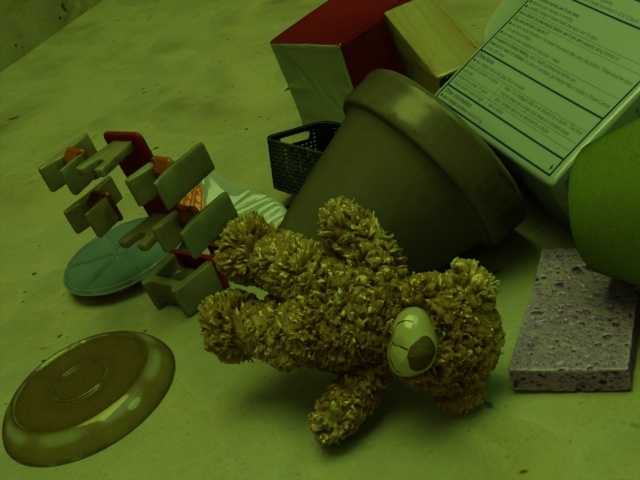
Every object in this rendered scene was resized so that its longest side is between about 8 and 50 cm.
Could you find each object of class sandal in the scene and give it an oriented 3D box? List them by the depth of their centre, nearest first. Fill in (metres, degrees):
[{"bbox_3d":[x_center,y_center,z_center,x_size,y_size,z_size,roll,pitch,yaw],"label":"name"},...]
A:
[{"bbox_3d":[-0.161,-0.044,1.446,0.265,0.076,0.102,24,65,26],"label":"sandal"}]

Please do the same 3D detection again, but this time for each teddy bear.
[{"bbox_3d":[0.015,0.076,0.961,0.338,0.113,0.245,32,91,27],"label":"teddy bear"}]

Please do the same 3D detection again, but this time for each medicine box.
[{"bbox_3d":[0.331,-0.184,1.134,0.289,0.149,0.263,-46,39,4],"label":"medicine box"}]

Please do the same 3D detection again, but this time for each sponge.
[{"bbox_3d":[0.276,0.077,0.983,0.117,0.031,0.210,-4,33,27],"label":"sponge"}]

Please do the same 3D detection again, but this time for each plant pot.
[{"bbox_3d":[0.399,-0.044,0.882,0.293,0.275,0.275,-3,34,39],"label":"plant pot"},{"bbox_3d":[0.078,-0.036,1.127,0.229,0.263,0.263,-46,33,-6],"label":"plant pot"},{"bbox_3d":[-0.300,0.187,1.181,0.236,0.032,0.236,-17,29,10],"label":"plant pot"}]

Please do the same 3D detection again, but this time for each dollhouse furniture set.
[{"bbox_3d":[-0.213,-0.038,1.266,0.262,0.259,0.135,9,44,42],"label":"dollhouse furniture set"}]

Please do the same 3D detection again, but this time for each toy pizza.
[{"bbox_3d":[-0.302,0.029,1.447,0.201,0.032,0.201,-16,31,10],"label":"toy pizza"}]

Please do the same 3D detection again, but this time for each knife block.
[{"bbox_3d":[0.201,-0.258,1.391,0.088,0.276,0.242,-23,0,-4],"label":"knife block"}]

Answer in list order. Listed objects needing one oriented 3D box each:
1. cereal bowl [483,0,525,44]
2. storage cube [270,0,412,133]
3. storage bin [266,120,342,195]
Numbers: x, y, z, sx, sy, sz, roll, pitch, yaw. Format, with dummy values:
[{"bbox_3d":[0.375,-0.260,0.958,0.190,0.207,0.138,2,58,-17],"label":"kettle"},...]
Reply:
[{"bbox_3d":[0.429,-0.355,1.446,0.339,0.141,0.339,-36,22,17],"label":"cereal bowl"},{"bbox_3d":[0.063,-0.305,1.609,0.215,0.184,0.193,15,47,46],"label":"storage cube"},{"bbox_3d":[0.015,-0.118,1.399,0.122,0.084,0.180,-21,24,-32],"label":"storage bin"}]
